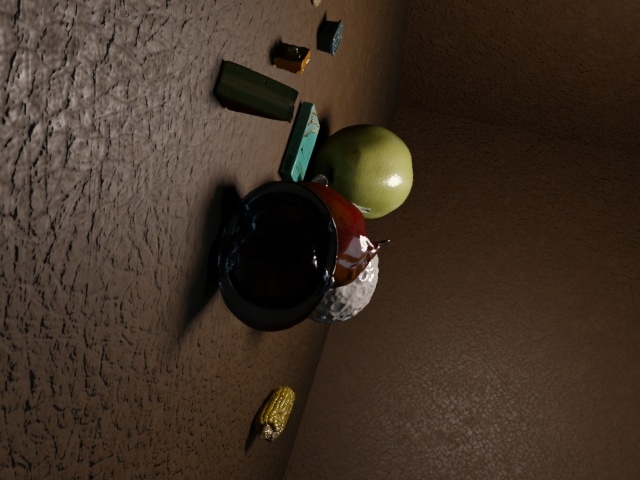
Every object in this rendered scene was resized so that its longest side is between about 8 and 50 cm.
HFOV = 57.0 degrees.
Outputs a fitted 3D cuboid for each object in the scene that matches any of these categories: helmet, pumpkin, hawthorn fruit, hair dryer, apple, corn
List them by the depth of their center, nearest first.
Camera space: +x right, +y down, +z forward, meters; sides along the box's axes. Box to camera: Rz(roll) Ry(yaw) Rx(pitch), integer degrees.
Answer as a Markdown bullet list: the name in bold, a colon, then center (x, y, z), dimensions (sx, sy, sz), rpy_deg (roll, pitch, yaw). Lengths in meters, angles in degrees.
- **helmet**: center (-0.100, 0.023, 1.378), dimensions (0.197, 0.270, 0.339), rpy_deg (-107, -153, -80)
- **pumpkin**: center (-0.068, -0.436, 1.400), dimensions (0.083, 0.074, 0.054), rpy_deg (-69, 173, -45)
- **hawthorn fruit**: center (-0.022, -0.001, 1.611), dimensions (0.308, 0.324, 0.308), rpy_deg (-47, 172, -9)
- **hair dryer**: center (0.041, -0.139, 1.848), dimensions (0.229, 0.266, 0.093), rpy_deg (89, 3, -71)
- **apple**: center (0.138, -0.242, 2.071), dimensions (0.357, 0.356, 0.358), rpy_deg (14, 90, -80)
- **corn**: center (-0.171, 0.662, 2.271), dimensions (0.322, 0.119, 0.119), rpy_deg (-41, 144, -72)

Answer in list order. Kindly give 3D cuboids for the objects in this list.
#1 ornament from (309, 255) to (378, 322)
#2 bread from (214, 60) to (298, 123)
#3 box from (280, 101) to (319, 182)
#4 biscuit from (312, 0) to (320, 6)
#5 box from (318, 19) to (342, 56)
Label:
- **ornament**: center (0.021, 0.089, 1.889), dimensions (0.337, 0.336, 0.338), rpy_deg (14, 90, -80)
- **bread**: center (-0.119, -0.284, 1.132), dimensions (0.084, 0.139, 0.074), rpy_deg (53, 53, -78)
- **box**: center (-0.059, -0.276, 1.767), dimensions (0.162, 0.041, 0.230), rpy_deg (68, 38, -75)
- **biscuit**: center (-0.003, -0.686, 1.574), dimensions (0.120, 0.015, 0.120), rpy_deg (14, 90, -81)
- **box**: center (0.028, -0.605, 1.754), dimensions (0.074, 0.054, 0.099), rpy_deg (87, 19, -55)
